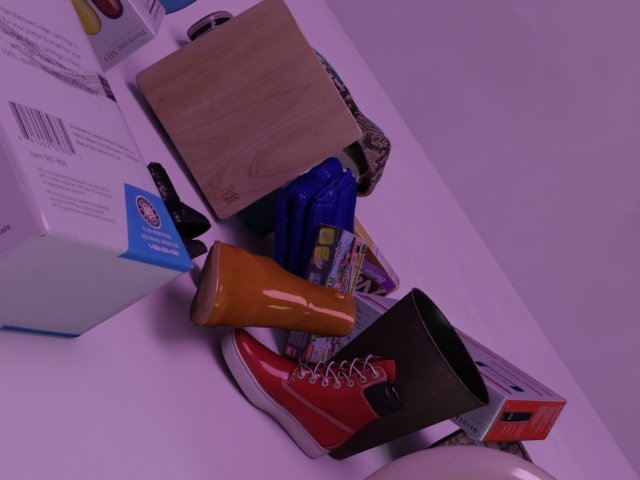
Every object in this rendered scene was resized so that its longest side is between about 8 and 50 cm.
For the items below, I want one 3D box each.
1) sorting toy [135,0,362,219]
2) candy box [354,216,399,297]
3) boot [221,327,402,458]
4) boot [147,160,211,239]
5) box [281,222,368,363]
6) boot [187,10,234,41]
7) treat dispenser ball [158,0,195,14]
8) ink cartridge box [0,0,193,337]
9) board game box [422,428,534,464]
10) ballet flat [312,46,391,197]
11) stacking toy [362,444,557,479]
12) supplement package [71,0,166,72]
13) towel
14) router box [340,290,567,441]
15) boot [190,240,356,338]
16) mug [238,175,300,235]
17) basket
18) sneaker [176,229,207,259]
[{"bbox_3d":[-0.113,-0.203,2.033,0.255,0.257,0.089,59,-8,-4],"label":"sorting toy"},{"bbox_3d":[0.043,0.031,2.294,0.186,0.109,0.053,55,16,-14],"label":"candy box"},{"bbox_3d":[-0.003,0.171,1.753,0.244,0.176,0.088,47,21,-31],"label":"boot"},{"bbox_3d":[-0.205,-0.054,1.814,0.099,0.045,0.121,60,16,16],"label":"boot"},{"bbox_3d":[0.008,0.087,1.968,0.114,0.036,0.207,25,80,-64],"label":"box"},{"bbox_3d":[-0.147,-0.311,2.390,0.178,0.085,0.236,60,8,11],"label":"boot"},{"bbox_3d":[-0.269,-0.477,1.962,0.288,0.288,0.288,52,16,-22],"label":"treat dispenser ball"},{"bbox_3d":[-0.326,-0.118,1.316,0.395,0.166,0.285,64,16,17],"label":"ink cartridge box"},{"bbox_3d":[0.274,0.425,2.191,0.232,0.141,0.291,60,15,8],"label":"board game box"},{"bbox_3d":[0.001,-0.230,2.628,0.483,0.164,0.182,43,48,-49],"label":"ballet flat"},{"bbox_3d":[0.144,0.404,1.682,0.350,0.351,0.480,57,-3,-3],"label":"stacking toy"},{"bbox_3d":[-0.340,-0.354,1.787,0.244,0.139,0.134,52,15,-20],"label":"supplement package"},{"bbox_3d":[0.000,0.000,2.092,0.308,0.076,0.227,-41,133,-71],"label":"towel"},{"bbox_3d":[0.212,0.210,2.191,0.335,0.082,0.301,33,9,29],"label":"router box"},{"bbox_3d":[-0.054,0.076,1.704,0.211,0.104,0.295,19,7,-5],"label":"boot"},{"bbox_3d":[-0.091,-0.094,2.135,0.158,0.097,0.129,45,20,-42],"label":"mug"},{"bbox_3d":[0.092,0.205,1.887,0.204,0.227,0.154,54,16,-19],"label":"basket"},{"bbox_3d":[-0.203,-0.005,1.702,0.089,0.051,0.170,62,18,-2],"label":"sneaker"}]
